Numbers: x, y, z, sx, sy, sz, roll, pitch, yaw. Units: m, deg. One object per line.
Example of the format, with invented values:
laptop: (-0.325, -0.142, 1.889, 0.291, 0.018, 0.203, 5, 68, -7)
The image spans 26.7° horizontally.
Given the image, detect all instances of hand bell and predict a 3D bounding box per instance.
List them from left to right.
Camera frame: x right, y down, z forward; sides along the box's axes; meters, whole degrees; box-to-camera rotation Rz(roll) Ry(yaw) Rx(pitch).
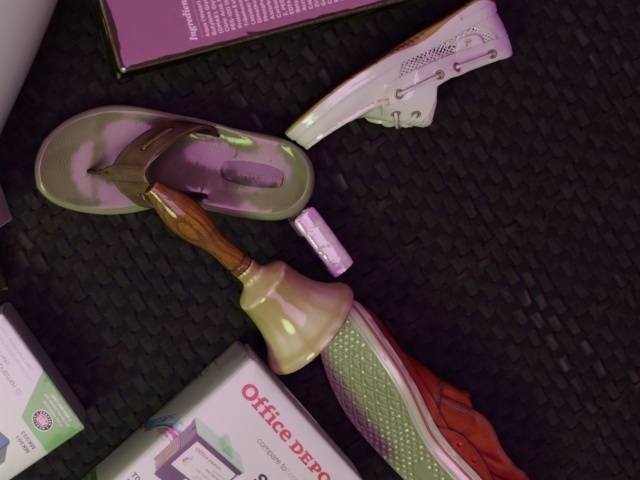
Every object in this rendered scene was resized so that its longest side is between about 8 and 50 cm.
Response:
hand bell: (-0.092, 0.020, 1.431, 0.242, 0.126, 0.126, 43, 87, -20)

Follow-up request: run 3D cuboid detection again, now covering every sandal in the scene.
sandal: (-0.155, -0.083, 1.444, 0.302, 0.086, 0.120, 3, 94, -3)

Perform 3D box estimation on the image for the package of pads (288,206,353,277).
package of pads: (0.000, 0.000, 1.502, 0.032, 0.050, 0.083, -38, 100, -5)

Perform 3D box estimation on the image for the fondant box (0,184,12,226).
fondant box: (-0.487, 0.009, 1.297, 0.330, 0.238, 0.096, -21, 98, 1)

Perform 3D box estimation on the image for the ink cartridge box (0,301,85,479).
ink cartridge box: (-0.379, 0.190, 1.430, 0.212, 0.093, 0.154, -33, 100, -4)

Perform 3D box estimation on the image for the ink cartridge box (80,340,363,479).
ink cartridge box: (-0.119, 0.278, 1.471, 0.278, 0.117, 0.201, -42, 101, -5)

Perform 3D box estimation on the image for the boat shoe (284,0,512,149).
boat shoe: (0.093, -0.165, 1.480, 0.277, 0.098, 0.096, -32, 99, -7)

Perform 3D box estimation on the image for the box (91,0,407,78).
box: (-0.046, -0.279, 1.400, 0.381, 0.191, 0.143, -18, 98, -9)

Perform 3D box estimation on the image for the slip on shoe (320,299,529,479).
slip on shoe: (0.116, 0.195, 1.522, 0.331, 0.123, 0.101, 50, 53, -6)

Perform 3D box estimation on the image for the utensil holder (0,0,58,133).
utensil holder: (-0.386, -0.315, 1.270, 0.327, 0.327, 0.386, 22, 93, -11)

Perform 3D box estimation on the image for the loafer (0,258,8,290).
loafer: (-0.424, 0.079, 1.417, 0.220, 0.080, 0.078, -34, 99, -6)
